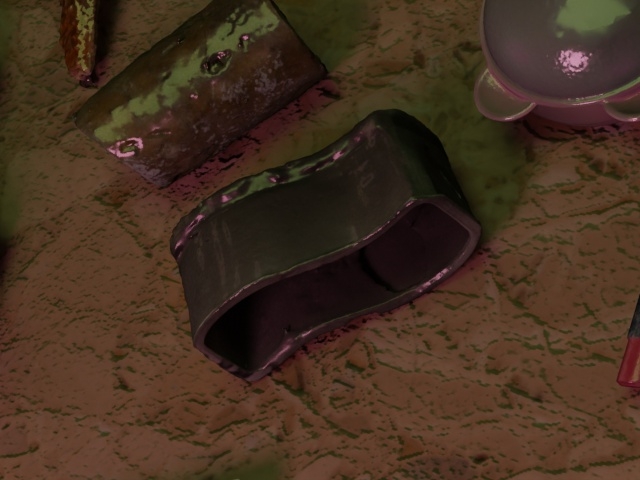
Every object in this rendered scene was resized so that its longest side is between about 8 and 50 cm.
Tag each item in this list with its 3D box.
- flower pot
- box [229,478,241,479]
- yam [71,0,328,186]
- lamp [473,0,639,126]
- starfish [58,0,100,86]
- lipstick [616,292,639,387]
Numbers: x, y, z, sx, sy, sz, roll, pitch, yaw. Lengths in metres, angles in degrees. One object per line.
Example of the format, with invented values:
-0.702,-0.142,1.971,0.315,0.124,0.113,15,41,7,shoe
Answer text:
0.000,0.000,1.493,0.229,0.103,0.108,-29,49,11,flower pot
-0.169,0.319,1.415,0.273,0.048,0.265,-14,54,22,box
-0.101,-0.123,1.631,0.194,0.107,0.107,-36,49,5,yam
0.210,-0.198,1.503,0.180,0.108,0.246,4,62,27,lamp
-0.269,-0.377,1.875,0.398,0.132,0.383,23,75,37,starfish
0.252,-0.002,1.386,0.053,0.053,0.234,6,65,32,lipstick
